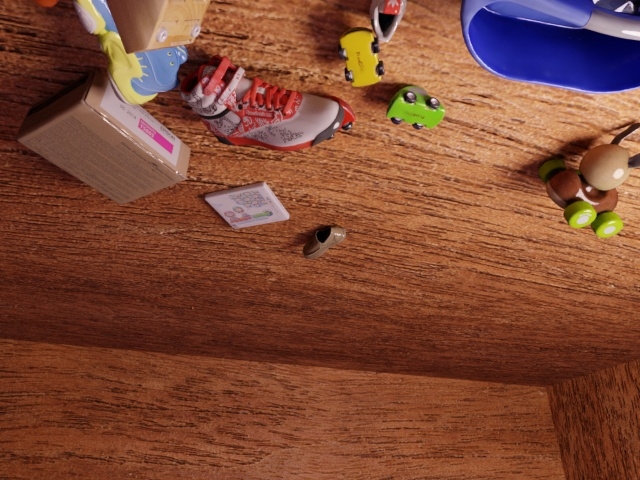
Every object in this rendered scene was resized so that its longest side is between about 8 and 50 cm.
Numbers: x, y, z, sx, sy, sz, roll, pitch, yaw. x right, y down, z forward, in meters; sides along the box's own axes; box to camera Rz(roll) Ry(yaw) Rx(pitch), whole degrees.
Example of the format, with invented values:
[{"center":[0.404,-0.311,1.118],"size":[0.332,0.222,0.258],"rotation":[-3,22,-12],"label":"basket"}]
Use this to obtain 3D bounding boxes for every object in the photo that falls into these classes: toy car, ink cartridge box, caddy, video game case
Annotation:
[{"center":[0.102,-0.244,0.764],"size":[0.225,0.053,0.239],"rotation":[10,150,-15],"label":"toy car"},{"center":[-0.402,-0.182,0.859],"size":[0.193,0.088,0.235],"rotation":[-15,145,24],"label":"ink cartridge box"},{"center":[0.333,-0.301,0.530],"size":[0.342,0.179,0.241],"rotation":[6,151,-8],"label":"caddy"},{"center":[-0.175,-0.081,1.092],"size":[0.157,0.019,0.143],"rotation":[-9,148,18],"label":"video game case"},{"center":[0.550,-0.129,0.862],"size":[0.149,0.155,0.188],"rotation":[15,135,-21],"label":"toy car"}]

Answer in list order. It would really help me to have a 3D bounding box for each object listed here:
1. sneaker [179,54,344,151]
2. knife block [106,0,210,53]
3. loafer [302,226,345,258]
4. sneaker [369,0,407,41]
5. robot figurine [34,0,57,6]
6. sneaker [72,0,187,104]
[{"center":[-0.105,-0.223,0.721],"size":[0.270,0.090,0.145],"rotation":[7,155,33],"label":"sneaker"},{"center":[-0.182,-0.343,0.382],"size":[0.242,0.088,0.275],"rotation":[35,121,-2],"label":"knife block"},{"center":[0.000,0.000,1.194],"size":[0.148,0.056,0.050],"rotation":[-34,135,31],"label":"loafer"},{"center":[0.100,-0.335,0.582],"size":[0.057,0.075,0.161],"rotation":[5,150,-7],"label":"sneaker"},{"center":[-0.298,-0.315,0.405],"size":[0.158,0.128,0.219],"rotation":[26,-179,-23],"label":"robot figurine"},{"center":[-0.269,-0.312,0.656],"size":[0.126,0.091,0.240],"rotation":[-14,151,-10],"label":"sneaker"}]
